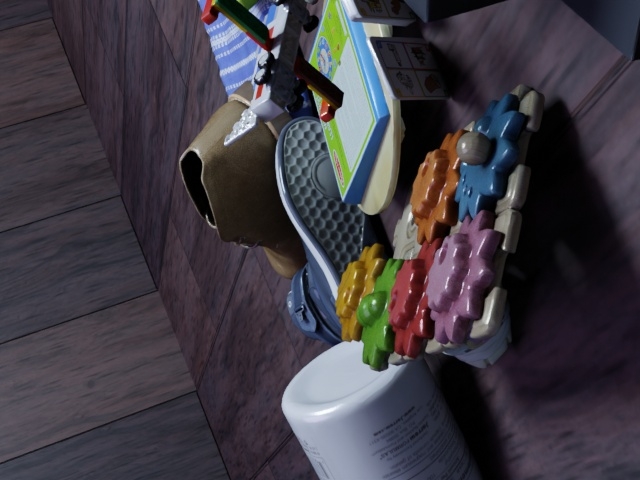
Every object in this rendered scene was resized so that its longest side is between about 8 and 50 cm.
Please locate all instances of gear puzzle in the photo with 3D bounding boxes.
[{"bbox_3d":[0.062,0.005,0.807,0.339,0.044,0.175,140,145,-71],"label":"gear puzzle"}]

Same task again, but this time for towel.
[{"bbox_3d":[-0.091,-0.243,1.195,0.243,0.040,0.336,176,76,-72],"label":"towel"}]

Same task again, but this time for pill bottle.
[{"bbox_3d":[0.071,0.207,0.983,0.229,0.131,0.131,63,166,-17],"label":"pill bottle"}]

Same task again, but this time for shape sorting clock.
[{"bbox_3d":[0.033,-0.124,0.914,0.206,0.040,0.206,173,90,-74],"label":"shape sorting clock"}]

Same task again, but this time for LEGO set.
[{"bbox_3d":[-0.023,-0.163,0.743,0.060,0.244,0.182,-28,81,36],"label":"LEGO set"}]

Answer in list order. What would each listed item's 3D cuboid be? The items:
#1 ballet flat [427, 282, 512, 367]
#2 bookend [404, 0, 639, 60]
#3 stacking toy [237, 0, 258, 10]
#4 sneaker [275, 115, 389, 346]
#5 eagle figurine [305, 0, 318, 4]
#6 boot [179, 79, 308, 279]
[{"bbox_3d":[0.105,0.060,0.868,0.079,0.077,0.221,52,172,-10],"label":"ballet flat"},{"bbox_3d":[0.103,-0.141,0.486,0.072,0.157,0.156,88,157,-45],"label":"bookend"},{"bbox_3d":[-0.123,-0.381,1.053,0.309,0.130,0.279,44,169,48],"label":"stacking toy"},{"bbox_3d":[-0.001,0.001,1.092,0.226,0.086,0.163,69,161,4],"label":"sneaker"},{"bbox_3d":[0.005,-0.297,0.589,0.298,0.226,0.225,82,-179,-47],"label":"eagle figurine"},{"bbox_3d":[-0.074,-0.034,1.171,0.112,0.115,0.305,37,161,29],"label":"boot"}]
